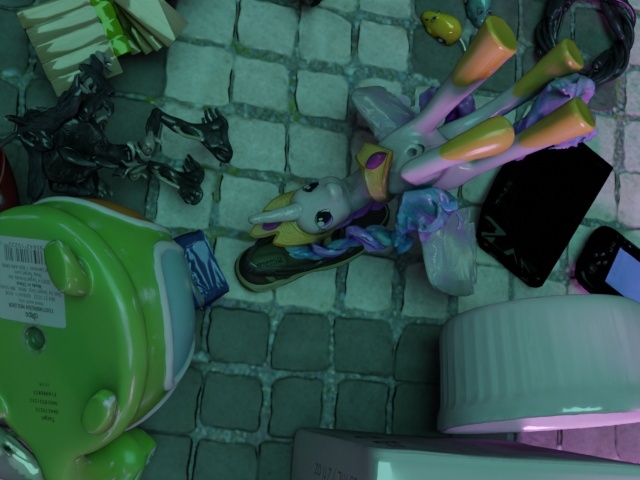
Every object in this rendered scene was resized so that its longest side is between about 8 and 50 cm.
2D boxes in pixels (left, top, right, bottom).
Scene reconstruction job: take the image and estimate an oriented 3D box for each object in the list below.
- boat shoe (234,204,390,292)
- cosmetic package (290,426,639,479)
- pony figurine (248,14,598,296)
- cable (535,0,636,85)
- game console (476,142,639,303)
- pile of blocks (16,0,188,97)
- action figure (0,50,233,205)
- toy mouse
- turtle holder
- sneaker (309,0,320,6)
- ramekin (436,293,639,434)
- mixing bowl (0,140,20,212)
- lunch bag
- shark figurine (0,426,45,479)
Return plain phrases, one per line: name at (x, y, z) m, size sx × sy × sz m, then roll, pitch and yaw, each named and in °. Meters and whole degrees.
boat shoe at (-0.001, -0.001, 1.052) m, size 0.223 × 0.073 × 0.080 m, roll -24°, pitch 85°, yaw -18°
cosmetic package at (0.146, 0.418, 0.890) m, size 0.327 × 0.329 × 0.394 m, roll 7°, pitch 79°, yaw -14°
pony figurine at (0.130, -0.094, 0.955) m, size 0.351 × 0.363 × 0.303 m, roll -8°, pitch 72°, yaw -53°
cable at (0.393, -0.301, 1.228) m, size 0.150 × 0.047 × 0.185 m, roll 22°, pitch 74°, yaw -16°
game console at (0.395, 0.009, 1.173) m, size 0.361 × 0.044 × 0.213 m, roll 37°, pitch 74°, yaw -7°
pile of blocks at (-0.218, -0.324, 1.031) m, size 0.149 × 0.112 × 0.362 m, roll 43°, pitch 85°, yaw -18°
action figure at (-0.245, -0.116, 0.945) m, size 0.275 × 0.141 × 0.164 m, roll 7°, pitch 118°, yaw -43°
toy mouse at (0.196, -0.352, 1.185) m, size 0.161 × 0.031 × 0.143 m, roll 38°, pitch 74°, yaw -6°
turtle holder at (-0.232, 0.108, 0.886) m, size 0.320 × 0.243 × 0.227 m, roll 63°, pitch 28°, yaw 1°
sneaker at (-0.033, -0.502, 1.009) m, size 0.182 × 0.158 × 0.411 m, roll 15°, pitch 119°, yaw 3°
ramekin at (0.272, 0.155, 1.003) m, size 0.277 × 0.277 × 0.135 m, roll 1°, pitch 72°, yaw -15°
mixing bowl at (-0.404, -0.031, 0.921) m, size 0.181 × 0.098 × 0.182 m, roll -9°, pitch 56°, yaw 13°
lunch bag at (-0.158, 0.042, 1.007) m, size 0.065 × 0.067 × 0.098 m, roll -25°, pitch 89°, yaw -17°
shark figurine at (-0.371, 0.256, 0.903) m, size 0.278 × 0.166 × 0.116 m, roll 35°, pitch 107°, yaw -6°
